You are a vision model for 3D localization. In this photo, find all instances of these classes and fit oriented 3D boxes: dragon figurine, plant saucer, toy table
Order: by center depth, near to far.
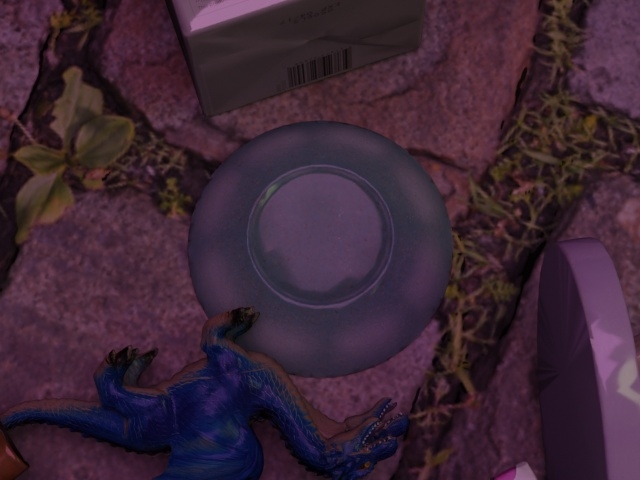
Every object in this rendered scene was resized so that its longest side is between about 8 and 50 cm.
[{"bbox_3d":[0.238,0.118,1.113,0.161,0.274,0.252,-9,34,-4],"label":"toy table"},{"bbox_3d":[-0.087,0.136,1.170,0.289,0.085,0.144,-19,81,-1],"label":"dragon figurine"},{"bbox_3d":[0.000,0.000,1.235,0.195,0.037,0.195,0,75,0],"label":"plant saucer"}]

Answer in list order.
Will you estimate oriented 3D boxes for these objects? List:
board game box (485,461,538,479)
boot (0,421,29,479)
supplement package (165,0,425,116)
[{"bbox_3d":[-0.016,0.250,1.025,0.318,0.318,0.066,-27,77,-7],"label":"board game box"},{"bbox_3d":[-0.379,0.136,1.150,0.280,0.096,0.264,-41,80,-2],"label":"boot"},{"bbox_3d":[-0.052,-0.271,1.233,0.177,0.175,0.293,-18,76,-3],"label":"supplement package"}]
